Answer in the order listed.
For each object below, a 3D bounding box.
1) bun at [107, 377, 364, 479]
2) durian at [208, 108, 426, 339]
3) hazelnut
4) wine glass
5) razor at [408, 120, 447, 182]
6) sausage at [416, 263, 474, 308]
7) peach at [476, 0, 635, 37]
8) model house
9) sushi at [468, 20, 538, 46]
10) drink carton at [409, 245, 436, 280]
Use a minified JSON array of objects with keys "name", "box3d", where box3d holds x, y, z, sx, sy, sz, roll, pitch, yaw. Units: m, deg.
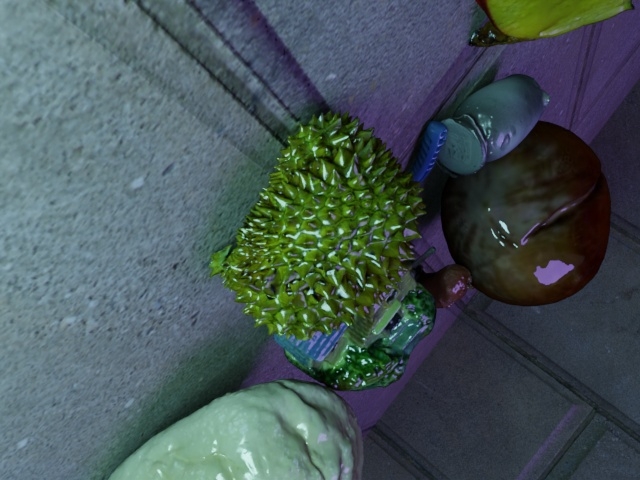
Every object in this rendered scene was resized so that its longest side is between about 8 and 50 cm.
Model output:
[{"name":"bun","box3d":[-0.101,0.343,0.863,0.352,0.227,0.349,-13,153,-42]},{"name":"durian","box3d":[0.003,-0.002,0.676,0.237,0.176,0.200,-46,143,15]},{"name":"hazelnut","box3d":[0.377,-0.045,1.215,0.315,0.372,0.372,-18,-179,33]},{"name":"wine glass","box3d":[0.274,-0.189,1.030,0.204,0.111,0.111,-36,155,-30]},{"name":"razor","box3d":[0.148,-0.081,1.040,0.082,0.042,0.253,-63,173,-47]},{"name":"sausage","box3d":[0.221,0.094,1.300,0.326,0.079,0.087,153,-54,-80]},{"name":"peach","box3d":[0.189,-0.298,0.584,0.154,0.158,0.267,-25,162,21]},{"name":"model house","box3d":[0.033,0.099,0.894,0.214,0.195,0.189,-49,153,-7]},{"name":"sushi","box3d":[0.316,-0.356,0.817,0.149,0.140,0.287,6,129,-23]},{"name":"drink carton","box3d":[0.146,0.077,1.259,0.084,0.074,0.200,-18,140,-60]}]
